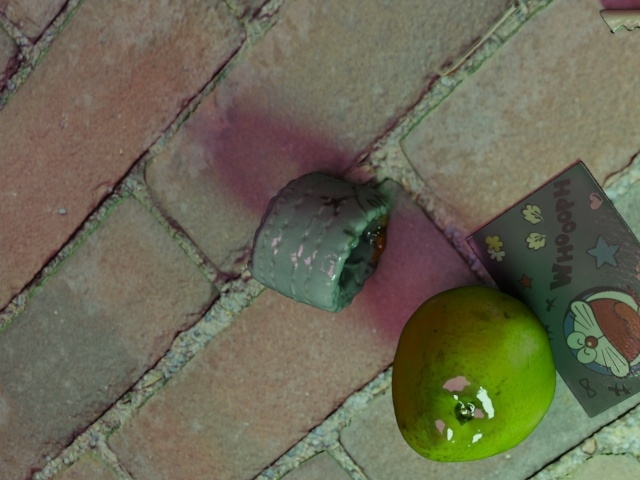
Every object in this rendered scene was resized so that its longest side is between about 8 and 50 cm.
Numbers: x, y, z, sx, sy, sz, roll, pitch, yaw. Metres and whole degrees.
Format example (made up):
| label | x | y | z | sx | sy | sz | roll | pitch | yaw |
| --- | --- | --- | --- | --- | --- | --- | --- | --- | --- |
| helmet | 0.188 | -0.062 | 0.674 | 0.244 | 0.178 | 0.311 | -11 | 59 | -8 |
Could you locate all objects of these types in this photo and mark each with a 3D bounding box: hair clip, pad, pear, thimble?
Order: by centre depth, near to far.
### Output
| label | x | y | z | sx | sy | sz | roll | pitch | yaw |
| --- | --- | --- | --- | --- | --- | --- | --- | --- | --- |
| hair clip | 0.380 | -0.190 | 1.289 | 0.226 | 0.034 | 0.072 | 33 | 115 | 17 |
| pear | 0.158 | 0.145 | 1.403 | 0.187 | 0.220 | 0.187 | 8 | 109 | 23 |
| pad | 0.286 | 0.058 | 1.433 | 0.170 | 0.006 | 0.245 | -36 | 88 | 32 |
| thimble | -0.001 | 0.000 | 1.479 | 0.118 | 0.151 | 0.127 | 22 | 127 | 20 |
